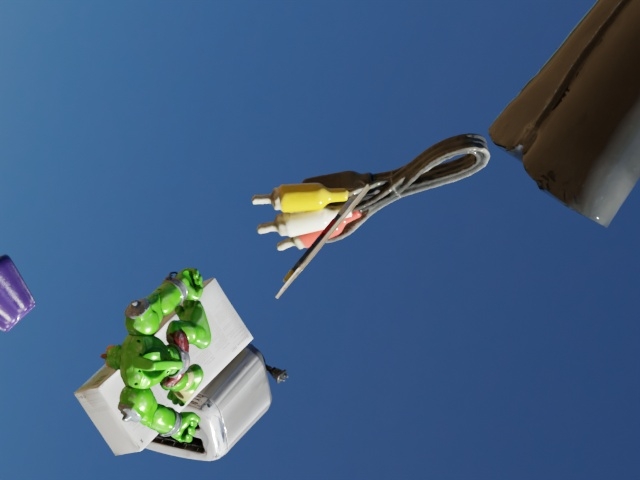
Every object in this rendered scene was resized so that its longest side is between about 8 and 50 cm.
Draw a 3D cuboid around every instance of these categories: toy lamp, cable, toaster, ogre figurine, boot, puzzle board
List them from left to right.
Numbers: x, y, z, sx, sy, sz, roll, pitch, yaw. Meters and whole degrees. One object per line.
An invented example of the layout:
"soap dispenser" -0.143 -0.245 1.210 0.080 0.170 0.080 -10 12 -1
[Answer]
"toy lamp" -0.427 -0.012 2.074 0.080 0.275 0.080 -42 -179 1
"ogre figurine" -0.183 0.133 2.147 0.097 0.118 0.197 29 -73 33
"toaster" -0.171 0.215 2.561 0.146 0.227 0.129 -49 140 -45
"puzzle board" 0.000 0.000 1.966 0.128 0.011 0.096 -50 180 -26
"cable" 0.068 -0.046 2.210 0.139 0.287 0.072 62 22 -52
"boot" 0.367 -0.206 1.790 0.445 0.146 0.367 -50 -163 10

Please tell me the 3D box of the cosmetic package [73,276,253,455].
"cosmetic package" -0.192 0.154 2.304 0.060 0.099 0.239 -19 -161 46
